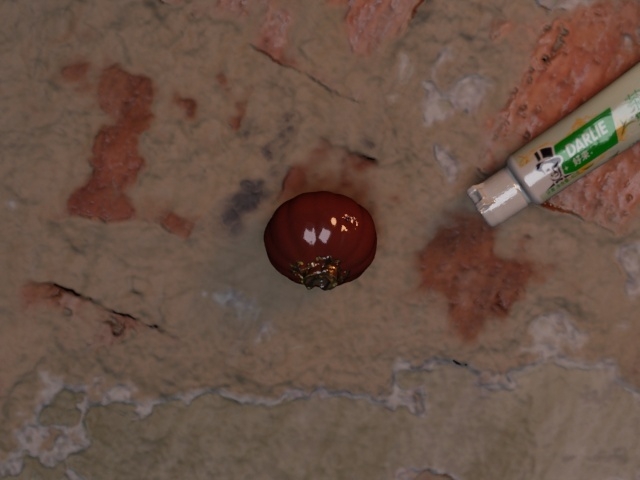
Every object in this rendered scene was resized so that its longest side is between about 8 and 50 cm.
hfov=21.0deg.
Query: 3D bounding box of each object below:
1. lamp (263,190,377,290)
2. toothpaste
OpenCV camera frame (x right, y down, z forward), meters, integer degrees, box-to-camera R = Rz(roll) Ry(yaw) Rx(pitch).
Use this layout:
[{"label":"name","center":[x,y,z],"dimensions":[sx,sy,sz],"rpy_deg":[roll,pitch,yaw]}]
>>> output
[{"label":"lamp","center":[0.000,0.000,1.526],"dimensions":[0.101,0.090,0.101],"rpy_deg":[0,143,0]},{"label":"toothpaste","center":[0.269,-0.113,1.500],"dimensions":[0.314,0.056,0.058],"rpy_deg":[-35,143,9]}]
